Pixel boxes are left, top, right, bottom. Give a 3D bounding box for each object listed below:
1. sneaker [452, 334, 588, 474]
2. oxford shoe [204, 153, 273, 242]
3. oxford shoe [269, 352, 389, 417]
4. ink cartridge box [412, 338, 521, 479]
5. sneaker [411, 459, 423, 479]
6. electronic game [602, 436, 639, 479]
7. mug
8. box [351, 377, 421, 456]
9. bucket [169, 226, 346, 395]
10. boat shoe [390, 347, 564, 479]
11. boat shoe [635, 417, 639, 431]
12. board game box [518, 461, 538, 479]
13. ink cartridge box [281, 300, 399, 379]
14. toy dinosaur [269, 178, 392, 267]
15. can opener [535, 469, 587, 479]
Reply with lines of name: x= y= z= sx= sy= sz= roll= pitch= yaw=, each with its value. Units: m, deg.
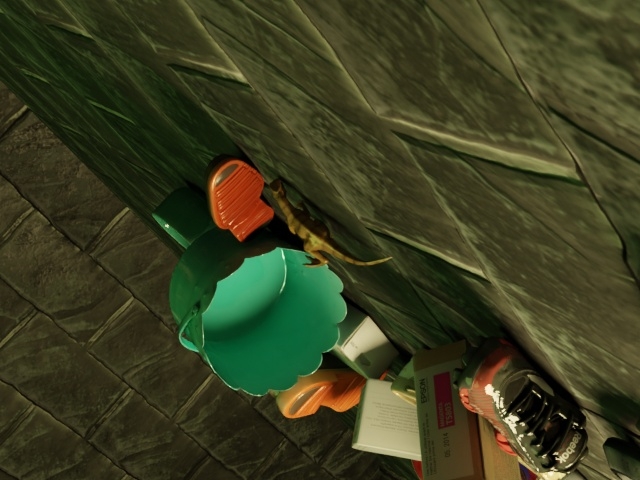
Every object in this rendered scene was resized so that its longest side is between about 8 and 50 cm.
sneaker: x=0.256 y=0.210 z=1.152 sx=0.135 sy=0.097 sz=0.276 roll=32 pitch=167 yaw=42
oxford shoe: x=-0.146 y=-0.076 z=1.438 sx=0.098 sy=0.097 sz=0.271 roll=45 pitch=170 yaw=15
oxford shoe: x=0.015 y=0.256 z=1.873 sx=0.133 sy=0.130 sz=0.363 roll=47 pitch=-161 yaw=27
ink cartridge box: x=0.207 y=0.287 z=1.299 sx=0.193 sy=0.088 sz=0.235 roll=52 pitch=-152 yaw=-42
sneaker: x=0.180 y=0.369 z=1.823 sx=0.128 sy=0.087 sz=0.221 roll=46 pitch=-163 yaw=-40
electronic game: x=0.416 y=0.292 z=1.045 sx=0.229 sy=0.048 sz=0.229 roll=36 pitch=175 yaw=4
mug: x=-0.253 y=-0.037 z=1.920 sx=0.158 sy=0.097 sz=0.129 roll=45 pitch=168 yaw=-17
box: x=0.156 y=0.329 z=1.698 sx=0.182 sy=0.119 sz=0.181 roll=10 pitch=166 yaw=1
bucket: x=-0.117 y=0.110 z=1.625 sx=0.281 sy=0.281 sz=0.183 roll=50 pitch=170 yaw=-36
boat shoe: x=0.245 y=0.293 z=1.490 sx=0.302 sy=0.098 sz=0.109 roll=36 pitch=168 yaw=25
boat shoe: x=0.352 y=0.206 z=0.820 sx=0.112 sy=0.095 sz=0.335 roll=28 pitch=162 yaw=50
board game box: x=0.376 y=0.510 z=1.594 sx=0.347 sy=0.078 sz=0.233 roll=45 pitch=-152 yaw=-15
ink cartridge box: x=0.036 y=0.166 z=1.757 sx=0.190 sy=0.082 sz=0.139 roll=28 pitch=163 yaw=45
toy dinosaur: x=0.000 y=0.000 z=1.306 sx=0.211 sy=0.064 sz=0.112 roll=38 pitch=167 yaw=17
can opener: x=0.442 y=0.464 z=1.537 sx=0.280 sy=0.074 sz=0.093 roll=47 pitch=167 yaw=-25
